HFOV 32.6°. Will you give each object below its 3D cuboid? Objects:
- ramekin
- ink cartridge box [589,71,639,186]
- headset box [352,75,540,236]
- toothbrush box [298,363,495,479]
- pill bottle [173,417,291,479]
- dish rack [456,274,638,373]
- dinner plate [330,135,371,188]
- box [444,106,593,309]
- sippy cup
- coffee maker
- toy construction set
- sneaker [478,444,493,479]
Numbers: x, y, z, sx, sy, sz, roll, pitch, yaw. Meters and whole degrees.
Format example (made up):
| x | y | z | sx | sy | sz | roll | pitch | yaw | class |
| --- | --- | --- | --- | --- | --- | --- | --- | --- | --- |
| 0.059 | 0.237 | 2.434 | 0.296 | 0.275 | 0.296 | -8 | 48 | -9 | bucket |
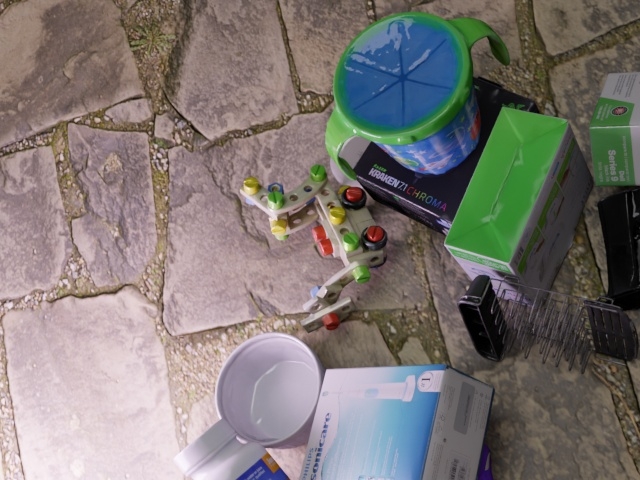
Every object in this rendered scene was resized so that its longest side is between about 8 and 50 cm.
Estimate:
| x | y | z | sx | sy | sz | roll | pitch | yaw | class |
| --- | --- | --- | --- | --- | --- | --- | --- | --- | --- |
| -0.073 | 0.277 | 1.960 | 0.207 | 0.109 | 0.207 | -9 | 66 | 21 | ramekin |
| 0.604 | -0.187 | 1.785 | 0.289 | 0.122 | 0.211 | 1 | 32 | 25 | ink cartridge box |
| 0.243 | -0.167 | 1.991 | 0.246 | 0.131 | 0.283 | 30 | 82 | 31 | headset box |
| 0.117 | 0.323 | 1.772 | 0.295 | 0.126 | 0.216 | -11 | 58 | 49 | toothbrush box |
| -0.119 | 0.435 | 1.831 | 0.152 | 0.152 | 0.272 | -40 | 85 | 5 | pill bottle |
| 0.372 | 0.144 | 1.763 | 0.271 | 0.208 | 0.074 | 12 | 65 | 27 | dish rack |
| 0.081 | -0.168 | 2.134 | 0.141 | 0.017 | 0.141 | -9 | 66 | 22 | dinner plate |
| 0.343 | -0.050 | 1.836 | 0.126 | 0.231 | 0.262 | 18 | 77 | 29 | box |
| 0.166 | -0.227 | 1.842 | 0.305 | 0.224 | 0.240 | -5 | 66 | 21 | sippy cup |
| 0.510 | 0.014 | 1.798 | 0.171 | 0.120 | 0.178 | -11 | 64 | 21 | coffee maker |
| 0.000 | 0.000 | 2.020 | 0.215 | 0.151 | 0.328 | -17 | 68 | -10 | toy construction set |
| 0.278 | 0.469 | 1.731 | 0.146 | 0.102 | 0.293 | 1 | 72 | 18 | sneaker |
